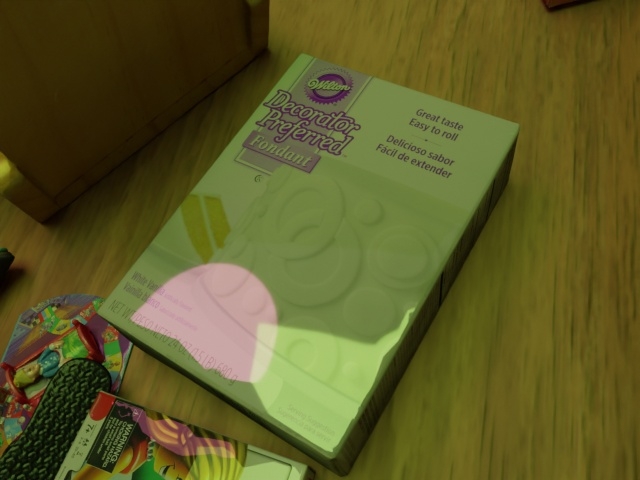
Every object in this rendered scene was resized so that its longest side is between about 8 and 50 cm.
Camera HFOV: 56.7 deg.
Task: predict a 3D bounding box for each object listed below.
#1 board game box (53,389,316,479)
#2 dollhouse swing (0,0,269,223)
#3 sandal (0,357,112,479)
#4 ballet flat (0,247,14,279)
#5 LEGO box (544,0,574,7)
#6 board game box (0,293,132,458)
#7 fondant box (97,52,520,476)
[{"bbox_3d":[-0.145,0.286,0.432,0.193,0.053,0.305,13,64,16],"label":"board game box"},{"bbox_3d":[-0.267,-0.249,0.611,0.347,0.305,0.315,-42,63,-13],"label":"dollhouse swing"},{"bbox_3d":[-0.240,0.186,0.509,0.067,0.040,0.179,32,69,-9],"label":"sandal"},{"bbox_3d":[-0.404,0.069,0.597,0.203,0.074,0.074,-18,59,-8],"label":"ballet flat"},{"bbox_3d":[0.465,-0.526,0.703,0.501,0.193,0.372,-13,60,2],"label":"LEGO box"},{"bbox_3d":[-0.254,0.121,0.556,0.133,0.033,0.168,4,62,12],"label":"board game box"},{"bbox_3d":[0.000,0.000,0.545,0.238,0.096,0.330,25,67,22],"label":"fondant box"}]
